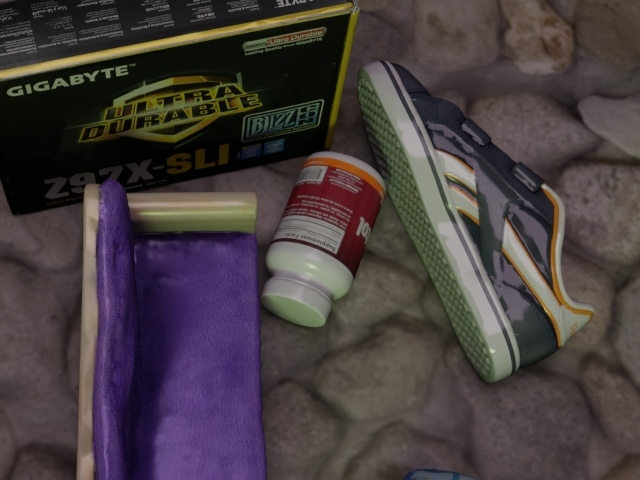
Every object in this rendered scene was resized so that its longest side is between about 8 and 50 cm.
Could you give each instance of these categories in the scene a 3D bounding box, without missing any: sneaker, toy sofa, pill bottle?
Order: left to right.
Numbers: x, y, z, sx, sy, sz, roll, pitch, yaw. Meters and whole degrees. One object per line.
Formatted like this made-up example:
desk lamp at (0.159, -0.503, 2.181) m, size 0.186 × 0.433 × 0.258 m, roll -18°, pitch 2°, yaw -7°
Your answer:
toy sofa at (-0.121, 0.131, 1.058) m, size 0.150 × 0.177 × 0.362 m, roll -1°, pitch 67°, yaw -5°
pill bottle at (0.000, 0.000, 1.172) m, size 0.086 × 0.086 × 0.152 m, roll 20°, pitch 68°, yaw 3°
sneaker at (0.145, -0.035, 1.183) m, size 0.127 × 0.126 × 0.321 m, roll -23°, pitch 82°, yaw -10°

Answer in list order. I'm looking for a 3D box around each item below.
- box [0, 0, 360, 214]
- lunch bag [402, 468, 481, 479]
box at (-0.141, -0.136, 1.123) m, size 0.322 × 0.257 × 0.079 m, roll -12°, pitch 70°, yaw -11°
lunch bag at (0.152, 0.286, 1.027) m, size 0.219 × 0.090 × 0.176 m, roll 17°, pitch 26°, yaw -1°
